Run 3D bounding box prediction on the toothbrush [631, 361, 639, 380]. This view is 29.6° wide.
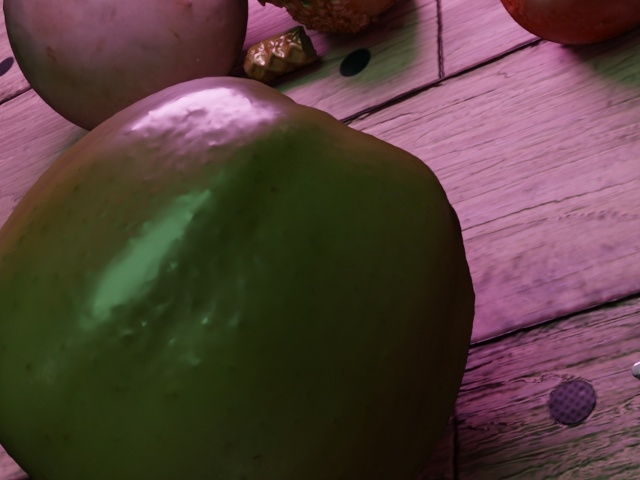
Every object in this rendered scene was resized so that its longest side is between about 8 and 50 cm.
[{"bbox_3d":[0.393,0.074,1.041,0.263,0.026,0.022,-23,50,23],"label":"toothbrush"}]

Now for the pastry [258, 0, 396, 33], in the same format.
[{"bbox_3d":[-0.033,-0.387,1.627,0.162,0.255,0.311,-51,38,17],"label":"pastry"}]

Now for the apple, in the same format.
[{"bbox_3d":[-0.083,0.077,1.113,0.473,0.473,0.474,-22,45,24],"label":"apple"}]

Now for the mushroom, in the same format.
[{"bbox_3d":[-0.272,-0.332,1.759,0.362,0.294,0.362,1,93,17],"label":"mushroom"}]

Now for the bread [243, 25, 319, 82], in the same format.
[{"bbox_3d":[-0.056,-0.253,1.669,0.110,0.060,0.066,-19,33,31],"label":"bread"}]

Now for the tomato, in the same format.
[{"bbox_3d":[0.286,-0.324,1.347,0.208,0.184,0.208,-21,47,24],"label":"tomato"}]
